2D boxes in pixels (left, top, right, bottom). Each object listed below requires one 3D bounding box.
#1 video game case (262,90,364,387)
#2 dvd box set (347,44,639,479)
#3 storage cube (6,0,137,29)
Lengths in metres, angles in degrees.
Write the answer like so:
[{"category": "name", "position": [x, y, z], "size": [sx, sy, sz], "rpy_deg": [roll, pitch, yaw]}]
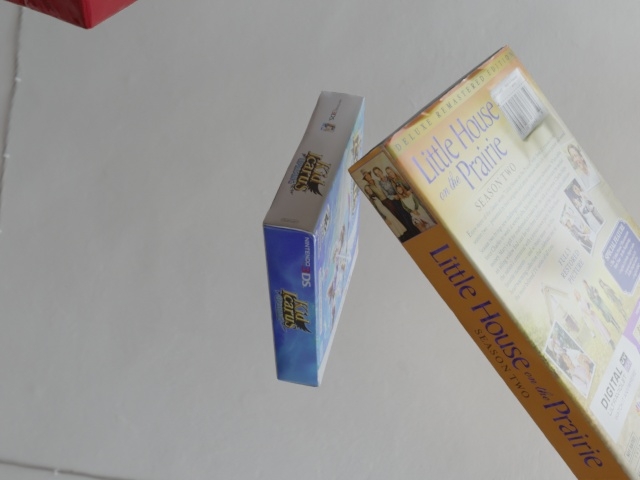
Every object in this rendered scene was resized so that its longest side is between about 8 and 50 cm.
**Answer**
[{"category": "video game case", "position": [0.000, 0.000, 0.866], "size": [0.061, 0.270, 0.244], "rpy_deg": [9, -134, 9]}, {"category": "dvd box set", "position": [0.243, 0.020, 0.748], "size": [0.420, 0.307, 0.062], "rpy_deg": [52, -44, -5]}, {"category": "storage cube", "position": [-0.273, -0.372, 0.766], "size": [0.183, 0.215, 0.193], "rpy_deg": [21, -46, 16]}]
